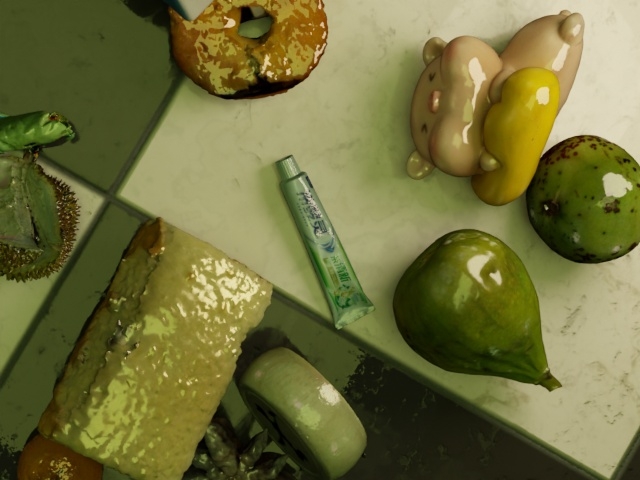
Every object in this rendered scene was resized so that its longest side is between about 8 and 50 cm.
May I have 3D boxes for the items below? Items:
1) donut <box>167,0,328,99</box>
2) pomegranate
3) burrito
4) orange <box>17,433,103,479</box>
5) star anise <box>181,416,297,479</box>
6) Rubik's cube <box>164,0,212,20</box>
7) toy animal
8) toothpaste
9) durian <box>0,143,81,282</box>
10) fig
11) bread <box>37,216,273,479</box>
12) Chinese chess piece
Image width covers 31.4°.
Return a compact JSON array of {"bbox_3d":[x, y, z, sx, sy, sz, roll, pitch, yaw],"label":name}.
[{"bbox_3d":[-0.115,-0.338,1.798,0.254,0.118,0.253,-1,94,-12],"label":"donut"},{"bbox_3d":[0.461,-0.074,1.881,0.248,0.214,0.214,-18,97,-41],"label":"pomegranate"},{"bbox_3d":[-0.521,-0.169,1.755,0.288,0.104,0.054,-7,126,3],"label":"burrito"},{"bbox_3d":[-0.408,0.363,1.788,0.136,0.117,0.135,-2,98,-17],"label":"orange"},{"bbox_3d":[-0.142,0.377,1.832,0.229,0.093,0.236,-10,114,3],"label":"star anise"},{"bbox_3d":[-0.221,-0.552,1.637,0.291,0.290,0.292,-45,72,-4],"label":"Rubik's cube"},{"bbox_3d":[0.262,-0.240,1.801,0.247,0.277,0.345,24,89,8],"label":"toy animal"},{"bbox_3d":[0.000,0.000,1.873,0.075,0.048,0.296,-26,101,-10],"label":"toothpaste"},{"bbox_3d":[-0.468,-0.036,1.756,0.193,0.137,0.237,14,49,-11],"label":"durian"},{"bbox_3d":[0.244,0.139,1.831,0.233,0.233,0.314,-21,101,-7],"label":"fig"},{"bbox_3d":[-0.252,0.172,1.746,0.237,0.165,0.375,32,73,-18],"label":"bread"},{"bbox_3d":[-0.028,0.276,1.787,0.092,0.238,0.237,-41,99,-20],"label":"Chinese chess piece"}]
